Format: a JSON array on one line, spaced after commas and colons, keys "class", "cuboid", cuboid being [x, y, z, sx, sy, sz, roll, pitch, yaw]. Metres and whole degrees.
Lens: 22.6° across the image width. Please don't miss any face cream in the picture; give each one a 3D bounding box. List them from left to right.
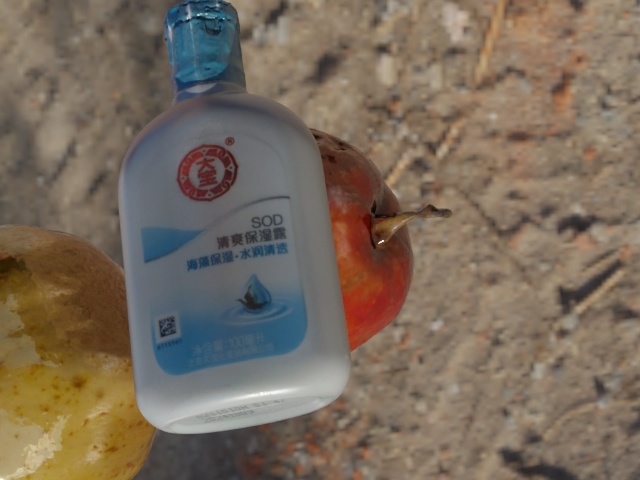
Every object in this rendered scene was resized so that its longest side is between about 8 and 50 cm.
[{"class": "face cream", "cuboid": [-0.074, -0.027, 1.214, 0.163, 0.080, 0.337, -11, 67, 8]}]

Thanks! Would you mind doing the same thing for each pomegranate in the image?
[{"class": "pomegranate", "cuboid": [-0.381, 0.173, 1.887, 0.410, 0.410, 0.410, 7, 99, 51]}]

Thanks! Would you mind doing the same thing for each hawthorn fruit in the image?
[{"class": "hawthorn fruit", "cuboid": [0.000, 0.000, 1.512, 0.271, 0.242, 0.242, -5, 90, 32]}]
